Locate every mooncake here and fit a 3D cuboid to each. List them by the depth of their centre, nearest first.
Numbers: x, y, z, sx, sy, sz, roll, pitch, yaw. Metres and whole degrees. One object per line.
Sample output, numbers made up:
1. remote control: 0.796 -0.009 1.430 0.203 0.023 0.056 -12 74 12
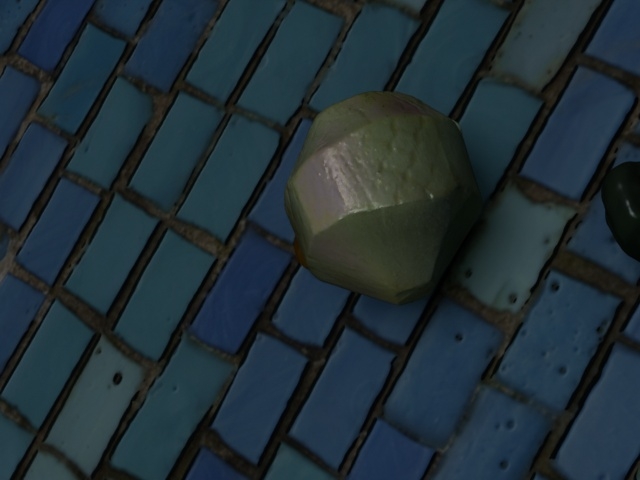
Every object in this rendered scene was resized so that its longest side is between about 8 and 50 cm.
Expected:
1. mooncake: 0.401 -0.053 1.525 0.168 0.175 0.104 -55 49 54

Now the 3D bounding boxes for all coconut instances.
1. coconut: 0.081 -0.042 1.648 0.259 0.259 0.259 -10 68 25

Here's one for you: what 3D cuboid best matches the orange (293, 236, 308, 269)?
1. orange: 0.000 0.000 1.786 0.086 0.062 0.086 -12 65 27
